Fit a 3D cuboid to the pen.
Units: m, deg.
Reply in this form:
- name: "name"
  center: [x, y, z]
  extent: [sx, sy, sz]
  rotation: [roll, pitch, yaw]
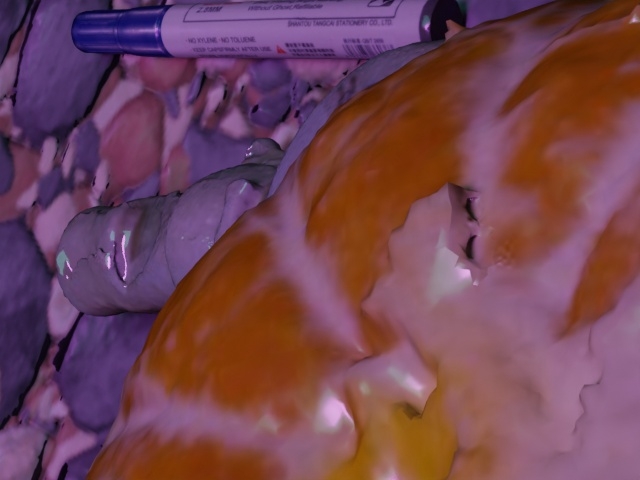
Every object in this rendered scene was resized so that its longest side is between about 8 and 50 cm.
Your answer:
- name: "pen"
  center: [-0.028, -0.083, 0.752]
  extent: [0.204, 0.025, 0.025]
  rotation: [5, 79, 43]

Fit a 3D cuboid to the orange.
- name: "orange"
  center: [0.089, 0.095, 0.426]
  extent: [0.329, 0.249, 0.329]
  rotation: [-20, 46, 23]

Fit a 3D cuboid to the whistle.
- name: "whistle"
  center: [0.000, 0.000, 0.673]
  extent: [0.258, 0.067, 0.126]
  rotation: [-7, 64, 44]
